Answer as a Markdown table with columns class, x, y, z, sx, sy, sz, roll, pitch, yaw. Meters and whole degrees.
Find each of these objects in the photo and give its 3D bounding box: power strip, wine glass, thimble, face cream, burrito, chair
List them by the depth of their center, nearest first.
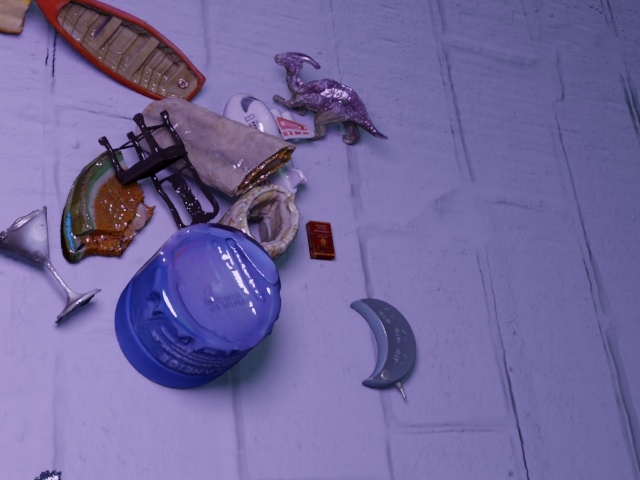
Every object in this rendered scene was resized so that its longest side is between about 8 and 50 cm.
| class | x | y | z | sx | sy | sz | roll | pitch | yaw |
| --- | --- | --- | --- | --- | --- | --- | --- | --- | --- |
| wine glass | -0.475 | 0.045 | 1.725 | 0.122 | 0.122 | 0.183 | -38 | 94 | -39 |
| face cream | -0.218 | 0.116 | 1.762 | 0.249 | 0.225 | 0.248 | 13 | 59 | -23 |
| chair | -0.295 | -0.120 | 1.845 | 0.229 | 0.106 | 0.113 | 61 | 26 | -1 |
| burrito | -0.209 | -0.182 | 1.918 | 0.299 | 0.105 | 0.143 | 25 | 74 | 14 |
| thimble | -0.124 | -0.023 | 1.942 | 0.137 | 0.143 | 0.190 | 40 | 52 | -6 |
| power strip | 0.134 | 0.223 | 2.030 | 0.137 | 0.044 | 0.215 | 4 | 63 | -30 |

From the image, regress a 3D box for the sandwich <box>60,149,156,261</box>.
| class | x | y | z | sx | sy | sz | roll | pitch | yaw |
| --- | --- | --- | --- | --- | --- | --- | --- | --- | --- |
| sandwich | -0.403 | -0.058 | 1.834 | 0.159 | 0.079 | 0.235 | 38 | 52 | -8 |

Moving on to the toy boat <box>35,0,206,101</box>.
| class | x | y | z | sx | sy | sz | roll | pitch | yaw |
| --- | --- | --- | --- | --- | --- | --- | --- | --- | --- |
| toy boat | -0.402 | -0.399 | 1.956 | 0.392 | 0.136 | 0.079 | 32 | 22 | -35 |

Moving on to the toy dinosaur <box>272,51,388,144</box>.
| class | x | y | z | sx | sy | sz | roll | pitch | yaw |
| --- | --- | --- | --- | --- | --- | --- | --- | --- | --- |
| toy dinosaur | 0.007 | -0.294 | 2.150 | 0.294 | 0.162 | 0.077 | 29 | 54 | -16 |

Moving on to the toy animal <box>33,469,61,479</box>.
| class | x | y | z | sx | sy | sz | roll | pitch | yaw |
| --- | --- | --- | --- | --- | --- | --- | --- | --- | --- |
| toy animal | -0.483 | 0.443 | 1.545 | 0.108 | 0.062 | 0.220 | 45 | 48 | -26 |

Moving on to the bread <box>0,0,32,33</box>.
| class | x | y | z | sx | sy | sz | roll | pitch | yaw |
| --- | --- | --- | --- | --- | --- | --- | --- | --- | --- |
| bread | -0.691 | -0.591 | 1.904 | 0.324 | 0.143 | 0.333 | 19 | 57 | -20 |

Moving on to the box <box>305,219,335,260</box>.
| class | x | y | z | sx | sy | sz | roll | pitch | yaw |
| --- | --- | --- | --- | --- | --- | --- | --- | --- | --- |
| box | 0.000 | 0.000 | 2.080 | 0.052 | 0.023 | 0.082 | 5 | 63 | -28 |

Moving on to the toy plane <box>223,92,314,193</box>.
| class | x | y | z | sx | sy | sz | roll | pitch | yaw |
| --- | --- | --- | --- | --- | --- | --- | --- | --- | --- |
| toy plane | -0.119 | -0.199 | 2.058 | 0.252 | 0.118 | 0.252 | 15 | 56 | -23 |
